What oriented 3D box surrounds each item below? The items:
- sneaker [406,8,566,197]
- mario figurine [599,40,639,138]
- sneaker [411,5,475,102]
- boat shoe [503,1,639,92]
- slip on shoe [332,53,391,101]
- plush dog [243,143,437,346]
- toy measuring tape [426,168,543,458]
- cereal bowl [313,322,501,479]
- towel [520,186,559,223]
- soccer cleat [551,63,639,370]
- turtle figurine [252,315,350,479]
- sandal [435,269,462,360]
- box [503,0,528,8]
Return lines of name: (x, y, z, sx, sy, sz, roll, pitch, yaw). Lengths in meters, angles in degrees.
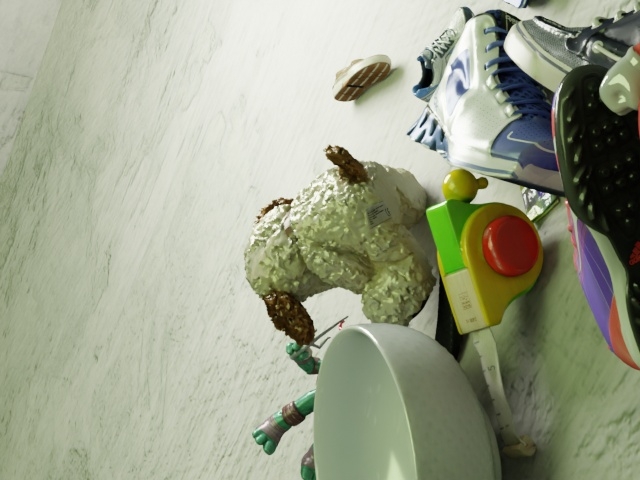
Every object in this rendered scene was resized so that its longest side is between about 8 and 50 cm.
sneaker: (0.206, -0.167, 1.793, 0.315, 0.127, 0.182, 37, 112, 65)
mario figurine: (0.380, -0.167, 1.404, 0.320, 0.170, 0.198, -60, 16, -21)
sneaker: (0.156, -0.234, 2.001, 0.052, 0.058, 0.135, 44, 118, 58)
boat shoe: (0.328, -0.197, 1.612, 0.340, 0.127, 0.158, 44, 116, 48)
slip on shoe: (0.056, -0.237, 2.204, 0.135, 0.051, 0.041, 140, 131, -62)
plush dog: (0.000, 0.000, 1.971, 0.225, 0.210, 0.262, -31, 37, 23)
toy measuring tape: (0.212, 0.074, 1.779, 0.121, 0.121, 0.330, -23, 83, 58)
cereal bowl: (0.110, 0.258, 1.785, 0.339, 0.141, 0.339, 176, 90, -72)
towel: (0.249, -0.065, 1.818, 0.060, 0.009, 0.083, -47, 42, 45)
soccer cleat: (0.277, -0.016, 1.523, 0.116, 0.109, 0.318, 11, 125, 65)
turtle figurine: (0.022, 0.205, 2.049, 0.175, 0.118, 0.234, 44, 119, 11)
sandal: (0.170, 0.065, 1.901, 0.067, 0.040, 0.179, -126, 38, -61)
box: (0.229, -0.371, 1.934, 0.225, 0.037, 0.136, 49, 124, 58)
